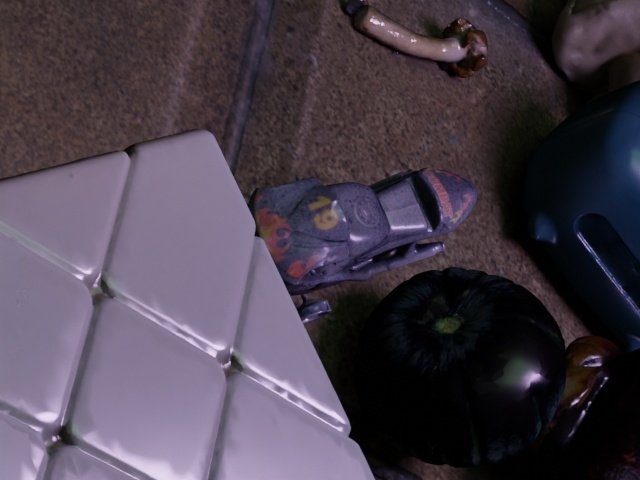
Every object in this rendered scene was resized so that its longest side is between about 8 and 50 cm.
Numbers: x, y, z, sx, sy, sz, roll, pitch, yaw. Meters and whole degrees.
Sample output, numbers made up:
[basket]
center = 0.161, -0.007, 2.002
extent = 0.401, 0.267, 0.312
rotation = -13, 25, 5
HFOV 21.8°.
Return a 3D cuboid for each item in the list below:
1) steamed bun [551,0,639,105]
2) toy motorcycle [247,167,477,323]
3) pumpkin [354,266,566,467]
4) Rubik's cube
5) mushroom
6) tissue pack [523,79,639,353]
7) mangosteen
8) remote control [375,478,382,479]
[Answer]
[steamed bun]
center = 0.458, -0.221, 1.995
extent = 0.339, 0.247, 0.352
rotation = 54, 45, -3
[toy motorcycle]
center = 0.000, 0.000, 1.467
extent = 0.307, 0.173, 0.108
rotation = -12, 76, -46
[pumpkin]
center = 0.128, 0.117, 1.524
extent = 0.140, 0.202, 0.202
rotation = 74, 26, -43
[Rubik's cube]
center = -0.200, 0.150, 1.073
extent = 0.319, 0.316, 0.322
rotation = -21, 84, -49
[mushroom]
center = 0.110, -0.223, 1.794
extent = 0.187, 0.061, 0.060
rotation = 13, 65, -36
[tissue pack]
center = 0.360, -0.013, 1.814
extent = 0.287, 0.198, 0.206
rotation = 51, 47, -14
[mangosteen]
center = 0.305, 0.206, 1.608
extent = 0.287, 0.233, 0.288
rotation = 30, 44, -35
[remote control]
center = -0.040, 0.221, 1.352
extent = 0.277, 0.103, 0.055
rotation = 16, 58, -39
